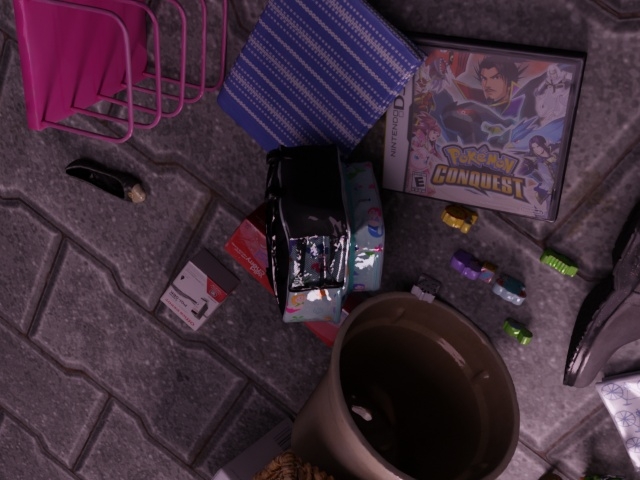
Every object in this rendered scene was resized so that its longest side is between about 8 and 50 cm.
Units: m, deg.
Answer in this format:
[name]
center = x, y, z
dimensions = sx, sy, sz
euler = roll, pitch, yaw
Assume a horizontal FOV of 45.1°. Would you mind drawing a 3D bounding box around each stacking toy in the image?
[stacking toy]
center = 0.267, 0.059, 1.222
dimensions = 0.221, 0.052, 0.167
euler = 28, 125, 11

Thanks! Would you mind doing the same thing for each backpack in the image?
[backpack]
center = 0.000, 0.000, 1.180
dimensions = 0.191, 0.225, 0.253
euler = 3, 129, -7

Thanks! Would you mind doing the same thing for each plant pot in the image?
[plant pot]
center = 0.107, 0.305, 1.298
dimensions = 0.334, 0.334, 0.305
euler = 40, 137, 2

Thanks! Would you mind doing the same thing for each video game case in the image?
[video game case]
center = 0.227, -0.167, 1.131
dimensions = 0.275, 0.035, 0.248
euler = 13, 121, 21

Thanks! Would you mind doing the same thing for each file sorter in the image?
[file sorter]
center = -0.284, -0.291, 1.169
dimensions = 0.182, 0.290, 0.202
euler = 15, 122, 16

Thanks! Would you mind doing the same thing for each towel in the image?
[towel]
center = -0.013, -0.245, 1.187
dimensions = 0.243, 0.040, 0.336
euler = 44, 134, 3

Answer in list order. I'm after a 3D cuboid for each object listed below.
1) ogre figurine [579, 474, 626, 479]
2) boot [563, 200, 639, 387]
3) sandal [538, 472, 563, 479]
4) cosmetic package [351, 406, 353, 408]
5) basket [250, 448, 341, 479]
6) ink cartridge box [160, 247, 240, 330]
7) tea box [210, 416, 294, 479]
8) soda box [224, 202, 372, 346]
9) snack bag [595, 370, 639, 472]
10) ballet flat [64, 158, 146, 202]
[ogre figurine]
center = 0.481, 0.443, 1.287
dimensions = 0.118, 0.197, 0.096
euler = -5, 69, 36
[boot]
center = 0.499, 0.120, 1.104
dimensions = 0.223, 0.118, 0.338
euler = 21, 128, 9
[sandal]
center = 0.401, 0.482, 1.375
dimensions = 0.049, 0.072, 0.180
euler = 14, 124, 2
[cosmetic package]
center = 0.017, 0.354, 1.505
dimensions = 0.041, 0.060, 0.115
euler = 35, 128, 5
[basket]
center = -0.038, 0.500, 1.228
dimensions = 0.223, 0.213, 0.299
euler = 29, 149, -3
[ink cartridge box]
center = -0.235, 0.097, 1.495
dimensions = 0.099, 0.056, 0.135
euler = 42, 126, 0
[tea box]
center = -0.086, 0.602, 1.556
dimensions = 0.329, 0.220, 0.323
euler = 46, 128, 13
[soda box]
center = -0.039, 0.058, 1.358
dimensions = 0.263, 0.083, 0.092
euler = 42, 127, 0
[snack bag]
center = 0.641, 0.324, 1.185
dimensions = 0.323, 0.037, 0.342
euler = -19, 106, 33
[ballet flat]
center = -0.411, -0.108, 1.478
dimensions = 0.173, 0.049, 0.057
euler = 21, 124, 16
